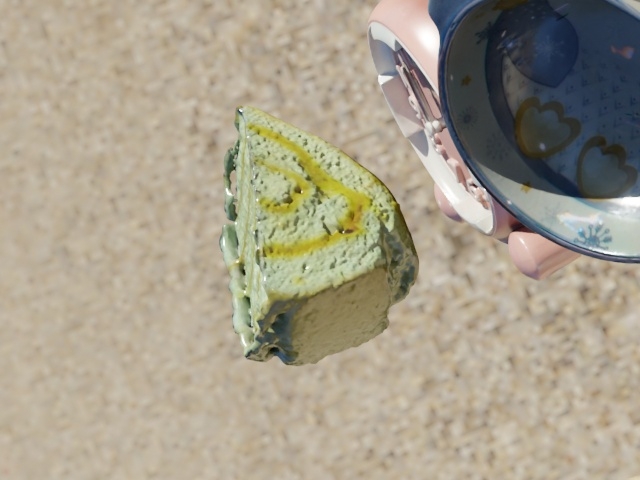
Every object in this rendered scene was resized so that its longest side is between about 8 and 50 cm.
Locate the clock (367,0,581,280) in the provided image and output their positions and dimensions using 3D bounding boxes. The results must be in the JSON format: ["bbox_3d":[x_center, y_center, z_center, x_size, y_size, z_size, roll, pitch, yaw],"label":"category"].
[{"bbox_3d":[0.137,-0.120,1.558,0.241,0.142,0.227,59,174,-22],"label":"clock"}]

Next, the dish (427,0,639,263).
[{"bbox_3d":[0.189,-0.094,1.211,0.228,0.086,0.236,-12,118,46],"label":"dish"}]

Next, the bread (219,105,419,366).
[{"bbox_3d":[0.001,-0.004,1.154,0.103,0.110,0.156,97,167,-50],"label":"bread"}]

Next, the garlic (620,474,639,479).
[{"bbox_3d":[0.260,0.259,1.488,0.245,0.164,0.145,15,135,12],"label":"garlic"}]
